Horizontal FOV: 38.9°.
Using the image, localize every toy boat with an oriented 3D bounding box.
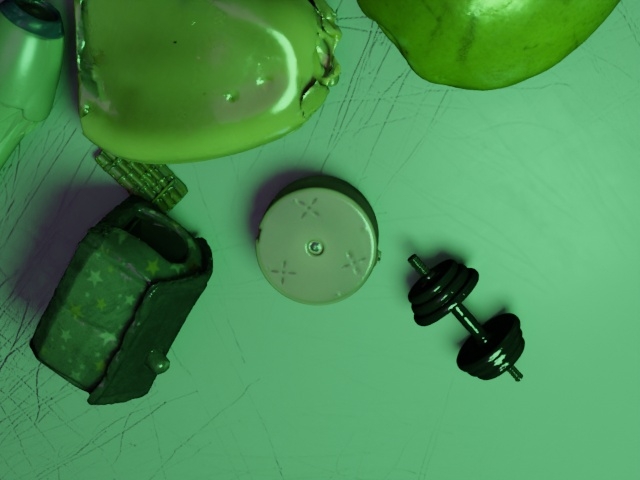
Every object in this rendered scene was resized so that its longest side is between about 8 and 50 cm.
[{"bbox_3d":[-0.227,-0.083,1.152,0.115,0.016,0.063,45,107,-8],"label":"toy boat"}]

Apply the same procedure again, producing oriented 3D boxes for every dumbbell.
[{"bbox_3d":[0.179,0.097,1.116,0.099,0.099,0.208,-40,99,16],"label":"dumbbell"}]

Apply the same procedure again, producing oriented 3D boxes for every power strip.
[{"bbox_3d":[0.000,0.000,1.118,0.154,0.078,0.154,1,105,4],"label":"power strip"}]

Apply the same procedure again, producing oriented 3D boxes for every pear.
[{"bbox_3d":[0.187,-0.297,0.921,0.307,0.253,0.253,-45,97,5],"label":"pear"}]

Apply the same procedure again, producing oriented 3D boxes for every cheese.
[{"bbox_3d":[-0.129,-0.219,1.047,0.315,0.128,0.260,1,110,13],"label":"cheese"}]

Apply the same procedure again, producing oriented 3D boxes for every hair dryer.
[{"bbox_3d":[-0.458,-0.179,1.124,0.298,0.119,0.296,19,113,17],"label":"hair dryer"}]

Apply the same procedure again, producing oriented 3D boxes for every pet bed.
[{"bbox_3d":[-0.229,0.078,1.108,0.159,0.183,0.211,33,112,-1],"label":"pet bed"}]
